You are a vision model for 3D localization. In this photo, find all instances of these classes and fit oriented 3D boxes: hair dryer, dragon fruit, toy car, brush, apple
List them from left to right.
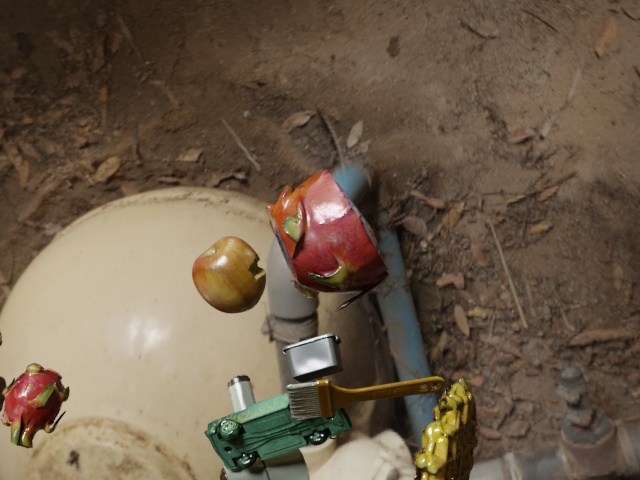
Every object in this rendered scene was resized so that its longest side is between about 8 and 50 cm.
[{"bbox_3d":[-0.400,0.230,0.999,0.086,0.116,0.081,23,147,-3],"label":"dragon fruit"},{"bbox_3d":[-0.227,0.094,1.841,0.199,0.199,0.199,4,113,10],"label":"apple"},{"bbox_3d":[-0.168,0.490,1.806,0.203,0.362,0.128,-10,154,-17],"label":"hair dryer"},{"bbox_3d":[-0.096,0.428,1.670,0.320,0.097,0.141,-20,119,7],"label":"toy car"},{"bbox_3d":[0.000,0.000,1.497,0.189,0.290,0.291,-29,105,-5],"label":"dragon fruit"},{"bbox_3d":[0.080,0.263,1.234,0.272,0.013,0.103,-7,134,-1],"label":"brush"}]

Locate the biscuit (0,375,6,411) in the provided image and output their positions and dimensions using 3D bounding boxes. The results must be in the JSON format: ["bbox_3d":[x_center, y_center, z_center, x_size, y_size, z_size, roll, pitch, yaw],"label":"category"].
[{"bbox_3d":[-0.784,0.373,1.676,0.027,0.184,0.133,11,106,1],"label":"biscuit"}]

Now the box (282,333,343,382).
[{"bbox_3d":[-0.011,0.247,1.501,0.122,0.084,0.069,-18,66,10],"label":"box"}]

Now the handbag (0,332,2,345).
[{"bbox_3d":[-0.514,0.084,0.978,0.190,0.063,0.127,50,155,-4],"label":"handbag"}]

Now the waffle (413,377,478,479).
[{"bbox_3d":[0.305,0.543,1.748,0.095,0.382,0.380,8,137,26],"label":"waffle"}]
